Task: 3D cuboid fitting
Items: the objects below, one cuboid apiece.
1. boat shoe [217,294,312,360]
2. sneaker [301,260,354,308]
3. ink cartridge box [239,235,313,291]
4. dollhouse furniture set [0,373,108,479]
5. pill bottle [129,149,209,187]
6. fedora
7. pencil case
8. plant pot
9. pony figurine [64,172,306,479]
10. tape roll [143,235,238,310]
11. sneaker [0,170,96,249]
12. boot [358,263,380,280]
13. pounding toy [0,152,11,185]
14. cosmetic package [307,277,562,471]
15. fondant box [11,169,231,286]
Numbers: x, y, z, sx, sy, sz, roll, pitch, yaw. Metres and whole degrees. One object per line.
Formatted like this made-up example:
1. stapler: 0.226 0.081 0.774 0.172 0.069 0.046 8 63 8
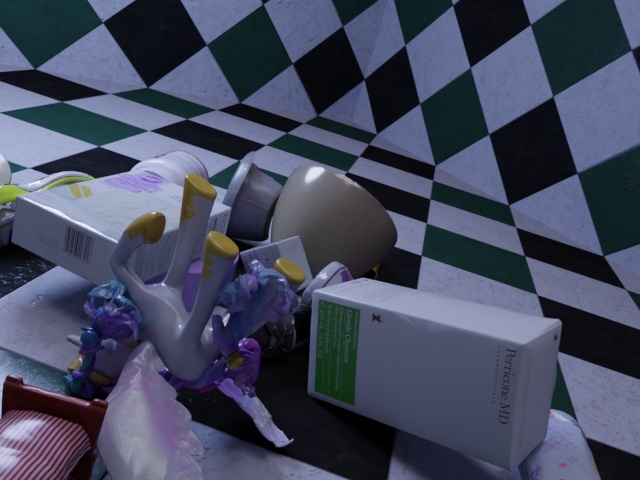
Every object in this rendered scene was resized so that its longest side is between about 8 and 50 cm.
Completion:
1. boat shoe: -0.083 0.164 1.152 0.092 0.102 0.285 22 14 26
2. sneaker: 0.068 0.132 1.234 0.161 0.102 0.282 40 1 19
3. ink cartridge box: -0.101 0.059 1.314 0.062 0.104 0.181 -20 3 -38
4. dollhouse furniture set: -0.435 0.228 0.627 0.374 0.152 0.201 15 20 -4
5. pill bottle: -0.378 -0.127 1.551 0.160 0.160 0.283 17 14 -1
6. fedora: -0.160 -0.080 1.514 0.124 0.243 0.275 22 -11 -5
7. pencil case: 0.353 0.366 0.951 0.124 0.113 0.273 -9 15 16
8. plant pot: 0.000 0.000 1.402 0.284 0.284 0.191 26 65 23
9. pony figurine: -0.183 0.146 0.862 0.351 0.363 0.303 42 21 18
10. tape roll: -0.312 0.038 1.314 0.275 0.090 0.275 15 20 -6
11. sneaker: -0.576 -0.058 1.323 0.300 0.111 0.121 -26 85 -51
12. boot: 0.018 0.003 1.643 0.295 0.104 0.211 22 20 1
13. pounding toy: -0.764 -0.099 1.337 0.183 0.110 0.236 21 47 -20
14. cosmetic package: 0.169 0.191 1.013 0.366 0.197 0.155 9 11 39
15. fondant box: -0.357 -0.032 1.196 0.238 0.096 0.330 23 21 17
